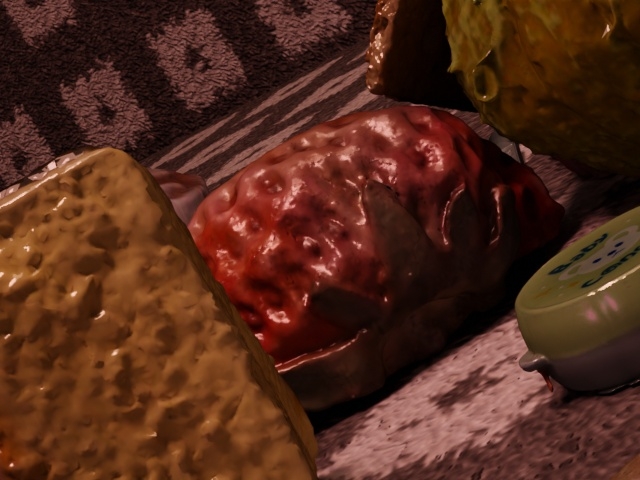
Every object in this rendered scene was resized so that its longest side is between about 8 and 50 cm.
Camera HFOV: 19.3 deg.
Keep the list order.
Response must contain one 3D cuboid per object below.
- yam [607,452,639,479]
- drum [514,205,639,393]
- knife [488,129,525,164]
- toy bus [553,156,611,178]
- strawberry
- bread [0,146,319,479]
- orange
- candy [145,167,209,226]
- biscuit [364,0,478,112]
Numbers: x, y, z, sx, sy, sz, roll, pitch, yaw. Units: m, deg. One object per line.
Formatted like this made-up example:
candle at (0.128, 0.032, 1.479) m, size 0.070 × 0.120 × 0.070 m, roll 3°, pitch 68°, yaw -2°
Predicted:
yam at (0.096, 0.111, 0.616) m, size 0.253 × 0.061 × 0.061 m, roll -33°, pitch 9°, yaw -11°
drum at (0.186, 0.014, 0.851) m, size 0.130 × 0.049 × 0.253 m, roll -38°, pitch 11°, yaw -30°
knife at (0.149, -0.071, 1.515) m, size 0.028 × 0.015 × 0.210 m, roll -25°, pitch 11°, yaw 9°
toy bus at (0.190, -0.089, 1.344) m, size 0.077 × 0.065 × 0.192 m, roll -43°, pitch 9°, yaw 3°
strawberry at (0.000, 0.000, 1.230) m, size 0.265 × 0.149 × 0.336 m, roll -35°, pitch 9°, yaw -9°
bread at (-0.152, 0.100, 0.924) m, size 0.263 × 0.236 × 0.198 m, roll -31°, pitch 10°, yaw -4°
orange at (0.211, -0.150, 1.101) m, size 0.301 × 0.223 × 0.300 m, roll -29°, pitch -4°, yaw 24°
candy at (-0.208, 0.032, 1.715) m, size 0.214 × 0.157 × 0.289 m, roll -7°, pitch 16°, yaw 36°
biscuit at (0.100, -0.146, 1.219) m, size 0.025 × 0.131 × 0.231 m, roll 17°, pitch 7°, yaw 32°
